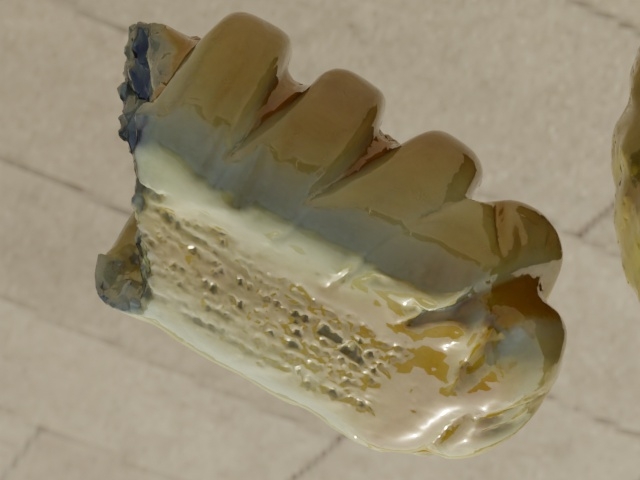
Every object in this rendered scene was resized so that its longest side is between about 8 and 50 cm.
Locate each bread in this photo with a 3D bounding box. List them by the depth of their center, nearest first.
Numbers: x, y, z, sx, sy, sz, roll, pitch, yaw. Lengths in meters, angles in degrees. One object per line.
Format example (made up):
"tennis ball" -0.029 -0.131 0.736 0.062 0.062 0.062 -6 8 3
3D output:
"bread" 0.000 0.000 0.640 0.177 0.084 0.119 32 140 3

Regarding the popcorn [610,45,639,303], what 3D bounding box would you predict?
"popcorn" 0.309 -0.015 0.684 0.354 0.344 0.390 -2 144 43
